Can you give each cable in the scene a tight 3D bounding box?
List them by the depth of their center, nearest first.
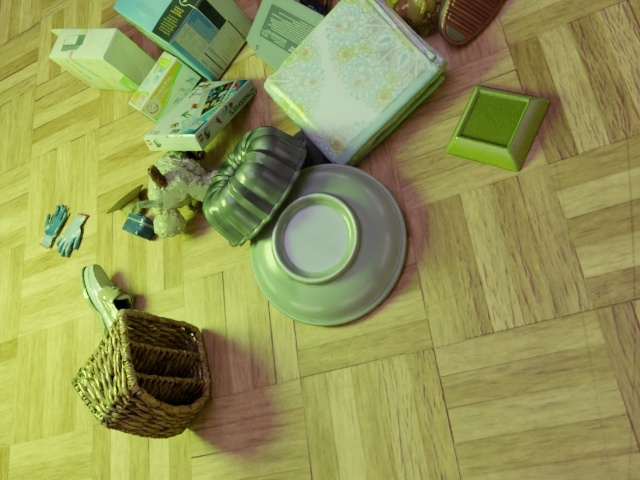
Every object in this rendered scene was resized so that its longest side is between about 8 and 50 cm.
[{"bbox_3d":[0.004,-0.652,1.743,0.139,0.072,0.287,-31,72,-4],"label":"cable"}]

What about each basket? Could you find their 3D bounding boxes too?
[{"bbox_3d":[-0.386,0.324,1.436,0.213,0.299,0.223,37,92,33],"label":"basket"}]

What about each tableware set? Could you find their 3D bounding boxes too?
[{"bbox_3d":[-0.381,-0.163,1.775,0.168,0.020,0.141,23,84,32],"label":"tableware set"}]

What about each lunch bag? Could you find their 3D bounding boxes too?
[{"bbox_3d":[-0.538,-0.046,1.788,0.098,0.067,0.065,18,81,33],"label":"lunch bag"}]

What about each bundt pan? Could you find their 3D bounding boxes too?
[{"bbox_3d":[-0.181,-0.153,1.507,0.331,0.124,0.331,-43,26,27],"label":"bundt pan"}]

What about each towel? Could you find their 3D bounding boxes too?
[{"bbox_3d":[0.086,-0.407,1.508,0.374,0.090,0.320,-43,77,13],"label":"towel"}]

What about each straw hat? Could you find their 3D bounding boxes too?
[{"bbox_3d":[-0.577,-0.103,1.830,0.144,0.144,0.061,-37,97,12],"label":"straw hat"}]

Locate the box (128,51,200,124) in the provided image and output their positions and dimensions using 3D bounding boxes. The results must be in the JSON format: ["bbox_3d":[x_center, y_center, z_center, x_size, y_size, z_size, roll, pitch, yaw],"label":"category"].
[{"bbox_3d":[-0.490,-0.470,1.881,0.203,0.103,0.114,-54,42,2],"label":"box"}]

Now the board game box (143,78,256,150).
[{"bbox_3d":[-0.341,-0.363,1.723,0.193,0.053,0.305,5,44,30],"label":"board game box"}]

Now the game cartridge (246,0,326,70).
[{"bbox_3d":[-0.086,-0.579,1.714,0.294,0.060,0.196,40,109,32],"label":"game cartridge"}]

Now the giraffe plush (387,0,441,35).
[{"bbox_3d":[0.238,-0.617,1.529,0.210,0.181,0.170,-13,77,42],"label":"giraffe plush"}]

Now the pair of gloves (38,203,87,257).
[{"bbox_3d":[-0.849,-0.034,1.978,0.198,0.023,0.159,18,80,31],"label":"pair of gloves"}]

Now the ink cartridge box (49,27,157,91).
[{"bbox_3d":[-0.751,-0.606,2.021,0.353,0.207,0.119,12,77,32],"label":"ink cartridge box"}]

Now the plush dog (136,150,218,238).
[{"bbox_3d":[-0.418,-0.170,1.692,0.262,0.210,0.225,-41,35,7],"label":"plush dog"}]

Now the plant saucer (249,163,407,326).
[{"bbox_3d":[0.000,0.000,1.422,0.400,0.100,0.400,-4,78,18],"label":"plant saucer"}]

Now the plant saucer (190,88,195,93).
[{"bbox_3d":[-0.400,-0.384,1.867,0.067,0.018,0.192,-6,68,26],"label":"plant saucer"}]

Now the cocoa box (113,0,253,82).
[{"bbox_3d":[-0.423,-0.691,1.862,0.347,0.231,0.228,38,93,33],"label":"cocoa box"}]

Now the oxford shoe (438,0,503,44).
[{"bbox_3d":[0.389,-0.673,1.508,0.397,0.140,0.146,-64,27,0],"label":"oxford shoe"}]

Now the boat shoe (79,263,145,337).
[{"bbox_3d":[-0.586,0.183,1.714,0.103,0.113,0.302,-36,70,11],"label":"boat shoe"}]

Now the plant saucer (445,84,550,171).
[{"bbox_3d":[0.401,-0.271,1.381,0.188,0.045,0.188,22,84,32],"label":"plant saucer"}]

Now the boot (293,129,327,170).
[{"bbox_3d":[-0.058,-0.189,1.581,0.189,0.076,0.208,-12,73,11],"label":"boot"}]
